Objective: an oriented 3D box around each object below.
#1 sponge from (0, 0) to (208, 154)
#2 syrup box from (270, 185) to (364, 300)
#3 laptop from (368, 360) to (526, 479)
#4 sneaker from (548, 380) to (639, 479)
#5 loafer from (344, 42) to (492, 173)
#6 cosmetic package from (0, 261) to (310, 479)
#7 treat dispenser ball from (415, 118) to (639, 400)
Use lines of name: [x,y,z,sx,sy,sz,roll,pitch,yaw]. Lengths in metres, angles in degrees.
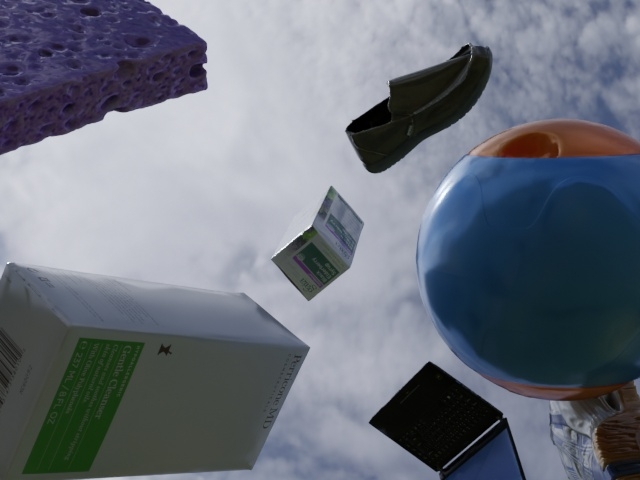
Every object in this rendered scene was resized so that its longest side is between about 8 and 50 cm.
sponge: [-0.172,-0.084,0.481,0.117,0.210,0.031,37,-43,33]
syrup box: [0.000,0.000,1.627,0.096,0.237,0.093,-40,-81,17]
laptop: [0.226,0.392,1.784,0.264,0.136,0.234,36,-48,-1]
sneaker: [0.331,0.244,1.077,0.112,0.296,0.130,-1,-68,-4]
loafer: [0.133,-0.192,1.377,0.087,0.094,0.251,38,-62,-24]
cosmetic package: [-0.211,0.158,1.154,0.155,0.366,0.196,34,-75,40]
treat dispenser ball: [0.242,0.019,1.007,0.288,0.288,0.288,3,-63,7]
